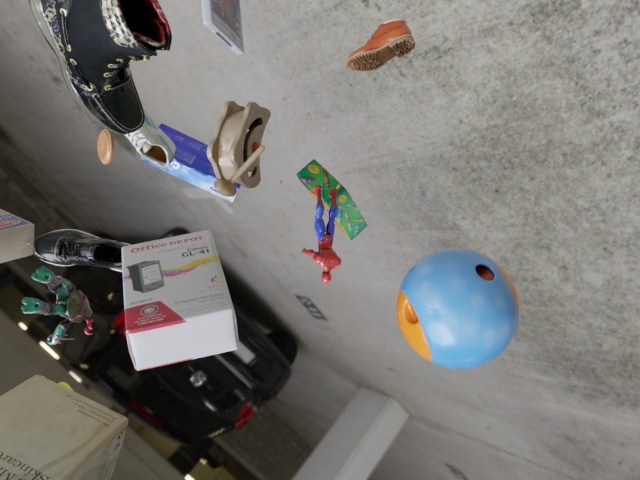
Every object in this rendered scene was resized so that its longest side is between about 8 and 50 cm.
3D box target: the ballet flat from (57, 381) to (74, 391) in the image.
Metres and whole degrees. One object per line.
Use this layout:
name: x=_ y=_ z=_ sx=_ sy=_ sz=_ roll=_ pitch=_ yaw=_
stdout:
ballet flat: x=-0.546 y=0.406 z=1.212 sx=0.077 sy=0.077 sz=0.231 roll=55 pitch=-162 yaw=-45

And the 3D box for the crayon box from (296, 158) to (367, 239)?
crayon box: x=0.042 y=-0.128 z=1.834 sx=0.165 sy=0.081 sz=0.278 roll=46 pitch=177 yaw=30

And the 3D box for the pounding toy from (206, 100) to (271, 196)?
pounding toy: x=-0.170 y=-0.211 z=1.372 sx=0.155 sy=0.269 sz=0.154 roll=9 pitch=162 yaw=23

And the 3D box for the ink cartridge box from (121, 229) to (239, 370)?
ink cartridge box: x=-0.327 y=0.125 z=1.278 sx=0.306 sy=0.226 sz=0.131 roll=-119 pitch=22 yaw=-49

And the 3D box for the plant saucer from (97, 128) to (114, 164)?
plant saucer: x=-0.510 y=-0.222 z=1.326 sx=0.083 sy=0.013 sz=0.083 roll=5 pitch=97 yaw=49

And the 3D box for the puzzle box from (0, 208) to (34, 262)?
puzzle box: x=-0.615 y=-0.002 z=0.677 sx=0.272 sy=0.409 sz=0.052 roll=21 pitch=110 yaw=21

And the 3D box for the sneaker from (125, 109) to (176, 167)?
sneaker: x=-0.505 y=-0.301 z=1.587 sx=0.229 sy=0.087 sz=0.092 roll=40 pitch=-158 yaw=-31

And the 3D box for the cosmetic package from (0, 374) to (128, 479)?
cosmetic package: x=-0.384 y=0.294 z=0.655 sx=0.160 sy=0.113 sz=0.309 roll=22 pitch=-166 yaw=6

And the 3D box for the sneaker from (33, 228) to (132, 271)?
sneaker: x=-0.642 y=0.021 z=1.528 sx=0.283 sy=0.107 sz=0.124 roll=7 pitch=173 yaw=-12

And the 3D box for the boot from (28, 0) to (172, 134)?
boot: x=-0.272 y=-0.242 z=0.763 sx=0.179 sy=0.085 sz=0.236 roll=11 pitch=139 yaw=32

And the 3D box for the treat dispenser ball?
treat dispenser ball: x=0.328 y=0.162 z=1.348 sx=0.288 sy=0.288 sz=0.288 roll=33 pitch=153 yaw=19

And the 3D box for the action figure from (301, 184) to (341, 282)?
action figure: x=0.000 y=0.000 z=1.579 sx=0.092 sy=0.280 sz=0.139 roll=10 pitch=151 yaw=-22

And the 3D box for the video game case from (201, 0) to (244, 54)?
video game case: x=-0.209 y=-0.522 z=1.184 sx=0.023 sy=0.201 sz=0.183 roll=-6 pitch=178 yaw=12

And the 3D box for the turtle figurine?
turtle figurine: x=-0.648 y=0.163 z=1.414 sx=0.234 sy=0.118 sz=0.175 roll=77 pitch=-177 yaw=-64

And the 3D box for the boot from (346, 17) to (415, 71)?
boot: x=0.127 y=-0.434 z=1.241 sx=0.158 sy=0.084 sz=0.059 roll=-18 pitch=156 yaw=19

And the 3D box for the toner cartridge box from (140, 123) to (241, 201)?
toner cartridge box: x=-0.440 y=-0.277 z=1.991 sx=0.348 sy=0.165 sz=0.075 roll=25 pitch=129 yaw=-10
